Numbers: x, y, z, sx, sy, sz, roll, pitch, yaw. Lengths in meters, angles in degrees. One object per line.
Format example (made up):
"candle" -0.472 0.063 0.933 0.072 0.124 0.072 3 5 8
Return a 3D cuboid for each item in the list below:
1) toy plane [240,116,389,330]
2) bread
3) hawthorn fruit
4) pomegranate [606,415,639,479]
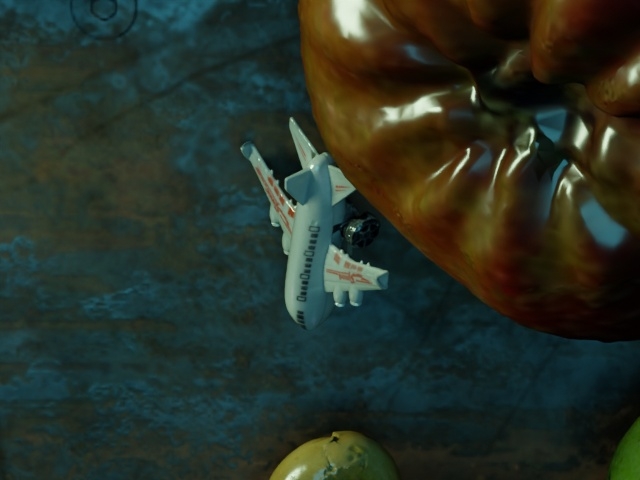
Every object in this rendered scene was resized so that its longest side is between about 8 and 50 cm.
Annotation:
"toy plane" 0.000 0.000 0.914 0.066 0.162 0.171 -30 142 -21
"bread" 0.008 0.227 0.983 0.114 0.077 0.189 -8 112 -23
"hawthorn fruit" 0.200 -0.158 0.765 0.403 0.403 0.402 -1 104 -5
"pomegranate" 0.311 0.200 0.926 0.187 0.225 0.187 -3 111 -8
